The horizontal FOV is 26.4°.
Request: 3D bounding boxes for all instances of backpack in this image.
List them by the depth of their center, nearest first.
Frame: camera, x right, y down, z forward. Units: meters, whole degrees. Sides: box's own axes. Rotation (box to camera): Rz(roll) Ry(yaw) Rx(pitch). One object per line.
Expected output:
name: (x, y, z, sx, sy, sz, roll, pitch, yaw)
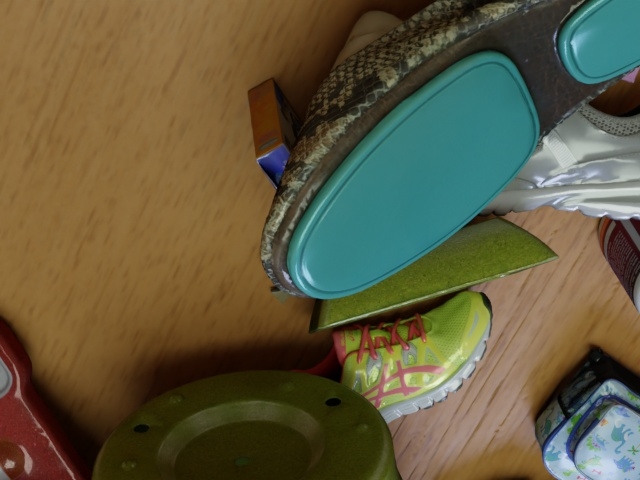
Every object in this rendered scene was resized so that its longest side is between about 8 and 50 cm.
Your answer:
backpack: (0.259, 0.178, 1.259, 0.105, 0.084, 0.114, 32, 113, -20)

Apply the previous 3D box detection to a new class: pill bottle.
pill bottle: (0.292, 0.024, 1.135, 0.086, 0.152, 0.086, -3, 120, -6)

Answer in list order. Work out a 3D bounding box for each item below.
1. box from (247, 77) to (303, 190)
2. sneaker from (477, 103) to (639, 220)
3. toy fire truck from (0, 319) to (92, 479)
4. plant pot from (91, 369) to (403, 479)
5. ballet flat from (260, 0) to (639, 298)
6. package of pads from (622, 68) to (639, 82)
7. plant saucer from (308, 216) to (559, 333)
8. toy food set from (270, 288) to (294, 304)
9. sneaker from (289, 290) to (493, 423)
box: (-0.022, -0.062, 1.051, 0.028, 0.136, 0.081, -30, 120, 9)
sneaker: (0.161, -0.081, 1.102, 0.281, 0.105, 0.115, 1, 99, -7)
toy fire truck: (-0.340, 0.235, 1.183, 0.302, 0.169, 0.254, -31, 95, 9)
plant pot: (-0.044, 0.313, 1.138, 0.367, 0.366, 0.353, -8, 118, -4)
ballet flat: (0.133, -0.148, 0.997, 0.483, 0.182, 0.164, -37, 138, -2)
package of pads: (0.241, -0.170, 1.087, 0.050, 0.032, 0.083, 11, 118, -18)
plant saucer: (0.078, 0.026, 1.095, 0.188, 0.188, 0.045, -16, 86, -4)
toy food set: (0.000, 0.000, 1.160, 0.122, 0.019, 0.078, -25, 120, 15)
sneaker: (0.056, 0.103, 1.190, 0.208, 0.081, 0.094, -37, 115, 14)
